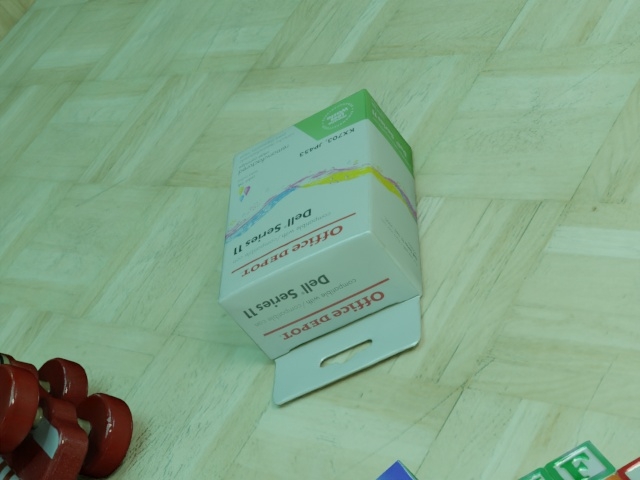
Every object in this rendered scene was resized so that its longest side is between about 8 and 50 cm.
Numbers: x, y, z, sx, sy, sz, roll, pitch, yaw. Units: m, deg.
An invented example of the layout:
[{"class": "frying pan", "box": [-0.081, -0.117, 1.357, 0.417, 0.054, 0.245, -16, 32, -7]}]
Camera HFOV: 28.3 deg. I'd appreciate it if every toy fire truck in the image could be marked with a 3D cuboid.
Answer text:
[{"class": "toy fire truck", "box": [-0.380, 0.263, 1.523, 0.302, 0.169, 0.254, 25, 90, 52]}]

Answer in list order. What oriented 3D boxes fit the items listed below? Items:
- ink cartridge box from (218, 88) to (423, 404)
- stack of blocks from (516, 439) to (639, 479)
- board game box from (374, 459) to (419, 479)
[{"class": "ink cartridge box", "box": [0.000, 0.000, 1.476, 0.207, 0.119, 0.353, -26, 35, 20]}, {"class": "stack of blocks", "box": [0.233, 0.234, 0.945, 0.297, 0.087, 0.171, -29, 32, -4]}, {"class": "board game box", "box": [0.066, 0.348, 1.065, 0.213, 0.046, 0.317, -42, 33, -2]}]
